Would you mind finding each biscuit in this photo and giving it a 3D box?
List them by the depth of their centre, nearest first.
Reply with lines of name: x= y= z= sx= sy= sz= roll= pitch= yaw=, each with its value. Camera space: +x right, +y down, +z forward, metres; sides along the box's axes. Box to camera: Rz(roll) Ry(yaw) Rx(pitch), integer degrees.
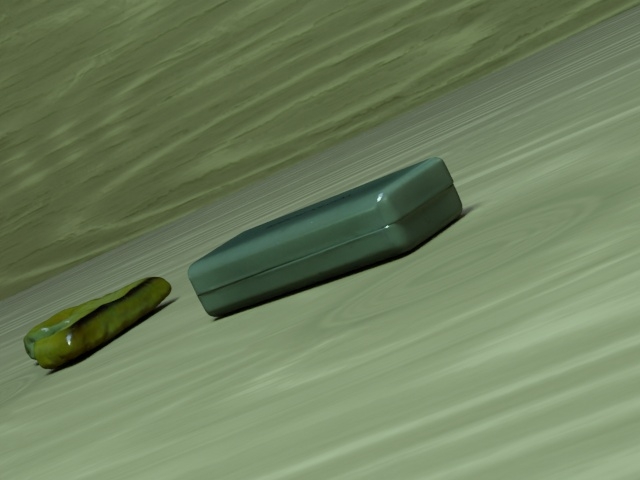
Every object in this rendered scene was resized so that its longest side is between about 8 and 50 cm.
biscuit: x=-0.261 y=0.098 z=1.559 sx=0.183 sy=0.039 sz=0.174 roll=-21 pitch=10 yaw=41

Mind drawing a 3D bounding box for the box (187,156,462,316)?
box: x=0.000 y=0.000 z=1.238 sx=0.244 sy=0.055 sz=0.103 roll=-19 pitch=10 yaw=42
